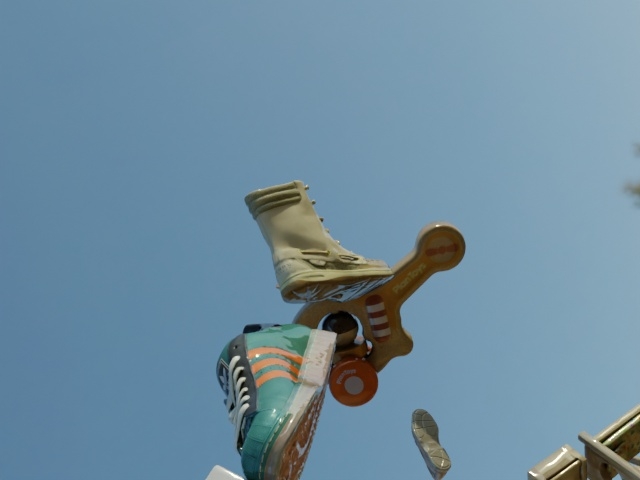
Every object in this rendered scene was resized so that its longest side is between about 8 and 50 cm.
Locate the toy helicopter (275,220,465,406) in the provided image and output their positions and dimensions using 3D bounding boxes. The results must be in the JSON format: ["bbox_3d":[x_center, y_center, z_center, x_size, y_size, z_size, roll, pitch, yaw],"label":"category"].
[{"bbox_3d":[0.087,0.088,2.024,0.235,0.355,0.140,46,-171,-9],"label":"toy helicopter"}]

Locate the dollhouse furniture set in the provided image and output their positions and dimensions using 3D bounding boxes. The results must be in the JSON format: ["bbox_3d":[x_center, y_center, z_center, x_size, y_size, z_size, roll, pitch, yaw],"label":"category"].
[{"bbox_3d":[0.318,0.272,1.253,0.182,0.101,0.160,-29,-50,-23],"label":"dollhouse furniture set"}]

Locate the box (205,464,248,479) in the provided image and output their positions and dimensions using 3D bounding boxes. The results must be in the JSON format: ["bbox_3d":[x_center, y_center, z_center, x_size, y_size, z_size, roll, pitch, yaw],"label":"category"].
[{"bbox_3d":[0.001,0.392,1.107,0.215,0.345,0.168,-55,-33,-24],"label":"box"}]

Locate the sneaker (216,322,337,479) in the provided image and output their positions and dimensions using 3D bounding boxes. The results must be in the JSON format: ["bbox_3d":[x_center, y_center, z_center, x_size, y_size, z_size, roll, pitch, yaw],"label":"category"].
[{"bbox_3d":[-0.061,0.170,1.289,0.302,0.121,0.108,-64,-15,-72],"label":"sneaker"}]

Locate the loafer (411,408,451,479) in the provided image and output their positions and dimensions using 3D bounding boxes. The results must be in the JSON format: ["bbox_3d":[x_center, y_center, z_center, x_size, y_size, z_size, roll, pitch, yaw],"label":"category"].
[{"bbox_3d":[0.170,0.327,1.934,0.045,0.125,0.039,0,-48,-21],"label":"loafer"}]

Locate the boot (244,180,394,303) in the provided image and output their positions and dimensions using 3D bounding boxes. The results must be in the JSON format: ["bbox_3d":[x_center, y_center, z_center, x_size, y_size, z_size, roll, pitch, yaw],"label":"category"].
[{"bbox_3d":[0.000,0.000,1.647,0.213,0.077,0.165,-1,-121,-49],"label":"boot"}]
